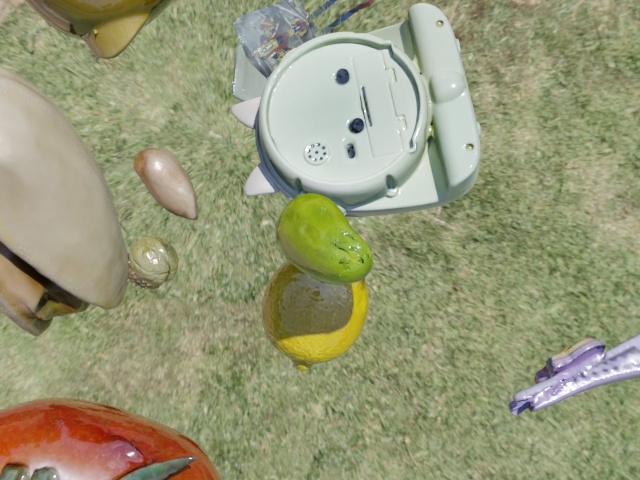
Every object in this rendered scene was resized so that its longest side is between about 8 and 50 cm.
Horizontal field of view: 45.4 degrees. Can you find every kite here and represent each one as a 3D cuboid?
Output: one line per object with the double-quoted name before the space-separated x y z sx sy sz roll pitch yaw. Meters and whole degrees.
"kite" -0.026 -0.382 1.334 0.245 0.015 0.141 -33 114 8

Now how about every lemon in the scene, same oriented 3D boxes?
"lemon" -0.016 0.151 1.655 0.228 0.228 0.253 30 84 -9

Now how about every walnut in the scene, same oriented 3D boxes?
"walnut" -0.288 0.034 1.324 0.092 0.092 0.092 -1 97 -7

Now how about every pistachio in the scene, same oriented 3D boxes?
"pistachio" -0.216 -0.027 0.538 0.144 0.144 0.215 -24 131 -3

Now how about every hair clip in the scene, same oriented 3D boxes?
"hair clip" 0.397 0.180 1.089 0.279 0.137 0.090 -11 66 -1

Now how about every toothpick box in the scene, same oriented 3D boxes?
"toothpick box" -0.523 -0.670 1.751 0.409 0.409 0.425 -34 117 -2

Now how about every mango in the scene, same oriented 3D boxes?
"mango" 0.000 0.000 0.849 0.074 0.165 0.091 -19 113 -19

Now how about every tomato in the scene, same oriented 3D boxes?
"tomato" -0.187 0.242 0.563 0.256 0.224 0.255 0 69 -1

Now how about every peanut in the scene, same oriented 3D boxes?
"peanut" -0.259 -0.095 1.318 0.076 0.076 0.152 -39 102 -1

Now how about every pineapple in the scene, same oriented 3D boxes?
"pineapple" -0.407 0.055 1.614 0.159 0.074 0.074 16 95 10

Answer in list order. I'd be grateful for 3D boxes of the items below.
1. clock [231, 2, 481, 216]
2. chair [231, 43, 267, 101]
"clock" 0.040 -0.158 1.031 0.324 0.108 0.265 -13 76 5
"chair" -0.096 -0.324 1.852 0.319 0.186 0.160 14 66 -25
